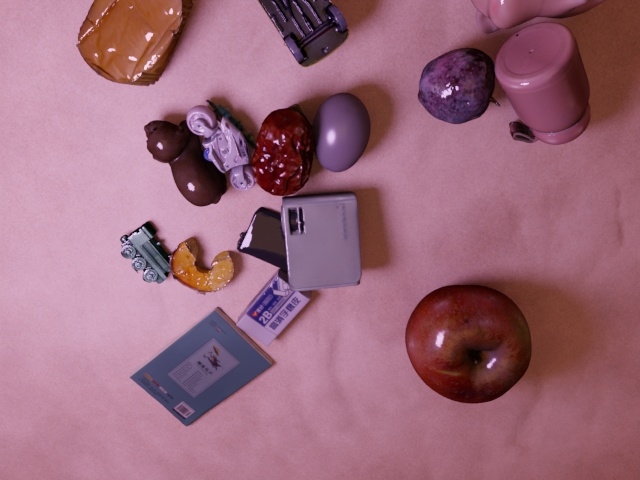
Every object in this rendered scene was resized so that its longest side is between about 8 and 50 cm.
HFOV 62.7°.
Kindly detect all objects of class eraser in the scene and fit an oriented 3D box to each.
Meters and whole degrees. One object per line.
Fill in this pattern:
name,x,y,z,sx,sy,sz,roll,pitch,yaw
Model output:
eraser,-0.137,0.198,1.541,0.124,0.068,0.210,37,108,-15

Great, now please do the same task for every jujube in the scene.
jujube,-0.093,-0.217,1.304,0.155,0.155,0.230,6,145,-3

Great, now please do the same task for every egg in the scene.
egg,0.050,-0.268,1.315,0.146,0.146,0.199,12,113,-6

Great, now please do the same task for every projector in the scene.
projector,0.000,0.000,1.412,0.198,0.108,0.251,-6,101,-6

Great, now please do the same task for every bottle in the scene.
bottle,0.523,-0.347,1.246,0.206,0.173,0.296,-21,147,29

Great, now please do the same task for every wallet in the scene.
wallet,-0.102,0.011,1.480,0.250,0.044,0.149,26,105,-10

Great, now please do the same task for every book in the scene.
book,-0.371,0.401,1.636,0.379,0.031,0.264,-37,108,13

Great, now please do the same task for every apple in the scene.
apple,0.407,0.281,1.470,0.348,0.277,0.349,-1,109,-2

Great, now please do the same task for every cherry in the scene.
cherry,0.327,-0.368,1.260,0.195,0.195,0.195,0,112,-1

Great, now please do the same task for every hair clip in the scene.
hair clip,-0.227,-0.300,1.350,0.173,0.049,0.049,38,106,-16

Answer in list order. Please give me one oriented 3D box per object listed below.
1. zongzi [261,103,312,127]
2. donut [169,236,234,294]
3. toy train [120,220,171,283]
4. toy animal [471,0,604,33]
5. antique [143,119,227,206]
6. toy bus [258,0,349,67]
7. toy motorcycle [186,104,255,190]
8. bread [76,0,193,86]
zongzi,-0.081,-0.287,1.363,0.113,0.052,0.104,-24,117,23
donut,-0.336,0.073,1.486,0.181,0.078,0.146,18,111,-14
toy train,-0.480,0.040,1.473,0.111,0.071,0.170,-34,109,4
toy animal,0.489,-0.587,1.166,0.326,0.269,0.237,-15,116,-30
antique,-0.347,-0.198,1.342,0.121,0.143,0.257,-28,107,12
toy bus,-0.074,-0.565,1.194,0.145,0.151,0.331,-34,107,6
toy motorcycle,-0.237,-0.237,1.337,0.112,0.112,0.254,-29,121,10
bread,-0.411,-0.500,1.217,0.204,0.156,0.288,34,110,-5
